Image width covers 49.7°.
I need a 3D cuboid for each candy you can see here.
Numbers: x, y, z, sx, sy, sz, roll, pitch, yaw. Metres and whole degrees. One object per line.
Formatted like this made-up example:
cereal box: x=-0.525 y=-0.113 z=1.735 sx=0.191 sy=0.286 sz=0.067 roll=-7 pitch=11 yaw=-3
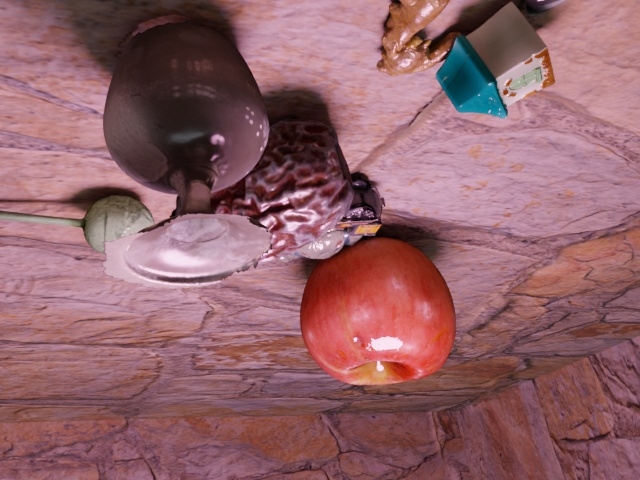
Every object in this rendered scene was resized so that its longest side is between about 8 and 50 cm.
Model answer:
candy: x=-0.530 y=-0.040 z=1.264 sx=0.440 sy=0.119 sz=0.119 roll=5 pitch=152 yaw=-12

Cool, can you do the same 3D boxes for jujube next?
jujube: x=-0.095 y=-0.073 z=1.183 sx=0.317 sy=0.226 sz=0.226 roll=-23 pitch=151 yaw=19

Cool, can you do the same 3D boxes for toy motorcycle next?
toy motorcycle: x=0.002 y=-0.060 z=1.391 sx=0.263 sy=0.091 sz=0.157 roll=-1 pitch=156 yaw=-14

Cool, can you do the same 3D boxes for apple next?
apple: x=0.133 y=0.161 z=1.620 sx=0.364 sy=0.364 sz=0.364 roll=-8 pitch=154 yaw=-4

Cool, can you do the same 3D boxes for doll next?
doll: x=0.000 y=0.000 z=1.533 sx=0.214 sy=0.071 sz=0.103 roll=-19 pitch=160 yaw=8

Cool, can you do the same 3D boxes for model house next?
model house: x=0.255 y=-0.251 z=1.025 sx=0.149 sy=0.100 sz=0.127 roll=-31 pitch=156 yaw=15

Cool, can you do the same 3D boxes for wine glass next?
wine glass: x=-0.182 y=-0.121 z=0.937 sx=0.238 sy=0.323 sz=0.238 roll=-8 pitch=152 yaw=-4

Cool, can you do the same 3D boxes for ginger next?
ginger: x=0.136 y=-0.297 z=0.992 sx=0.193 sy=0.052 sz=0.176 roll=11 pitch=142 yaw=-38

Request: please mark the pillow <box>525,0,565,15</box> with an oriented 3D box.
pillow: x=0.337 y=-0.357 z=0.938 sx=0.136 sy=0.055 sz=0.091 roll=-18 pitch=-175 yaw=24
